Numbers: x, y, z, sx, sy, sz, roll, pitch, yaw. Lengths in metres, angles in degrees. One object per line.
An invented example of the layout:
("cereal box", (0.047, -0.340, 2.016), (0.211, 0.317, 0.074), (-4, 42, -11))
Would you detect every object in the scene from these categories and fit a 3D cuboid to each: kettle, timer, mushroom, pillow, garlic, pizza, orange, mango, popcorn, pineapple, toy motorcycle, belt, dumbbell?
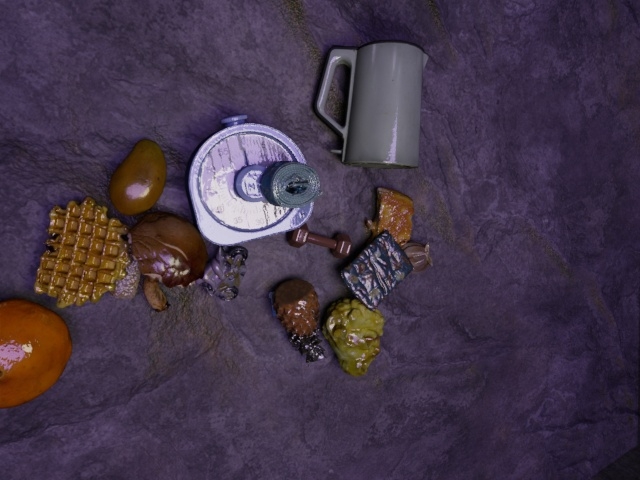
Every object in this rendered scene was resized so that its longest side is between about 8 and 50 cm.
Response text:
("kettle", (0.158, -0.435, 1.320), (0.361, 0.250, 0.376), (5, 97, 5))
("timer", (-0.220, -0.188, 1.218), (0.395, 0.173, 0.394), (-5, 103, -21))
("mushroom", (-0.461, 0.078, 1.133), (0.233, 0.208, 0.301), (36, 94, -20))
("pillow", (0.205, 0.106, 1.428), (0.255, 0.034, 0.189), (-41, 100, -18))
("garlic", (0.333, 0.076, 1.547), (0.194, 0.127, 0.131), (-19, 89, 8))
("pizza", (0.252, -0.044, 1.500), (0.189, 0.071, 0.296), (5, 99, -24))
("orange", (-0.806, 0.292, 1.037), (0.284, 0.226, 0.283), (-8, 109, -26))
("mango", (-0.512, -0.177, 1.141), (0.136, 0.099, 0.227), (21, 83, -18))
("popcorn", (0.136, 0.336, 1.474), (0.225, 0.174, 0.286), (-30, 109, -21))
("pineapple", (-0.061, 0.305, 1.408), (0.169, 0.169, 0.340), (-24, 122, -17))
("toy motorcycle", (-0.317, 0.105, 1.265), (0.152, 0.073, 0.225), (4, 125, -26))
("belt", (-0.082, -0.161, 1.158), (0.163, 0.082, 0.147), (-37, 121, -28))
("dumbbell", (0.000, 0.000, 1.396), (0.231, 0.082, 0.092), (16, 95, -25))

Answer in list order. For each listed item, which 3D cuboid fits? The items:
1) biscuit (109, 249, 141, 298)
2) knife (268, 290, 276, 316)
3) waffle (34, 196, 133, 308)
("biscuit", (-0.571, 0.089, 1.181), (0.082, 0.070, 0.168), (15, 92, -33))
("knife", (-0.165, 0.223, 1.411), (0.027, 0.010, 0.096), (-12, 107, -21))
("waffle", (-0.659, 0.032, 1.103), (0.309, 0.065, 0.283), (-31, 94, -2))
